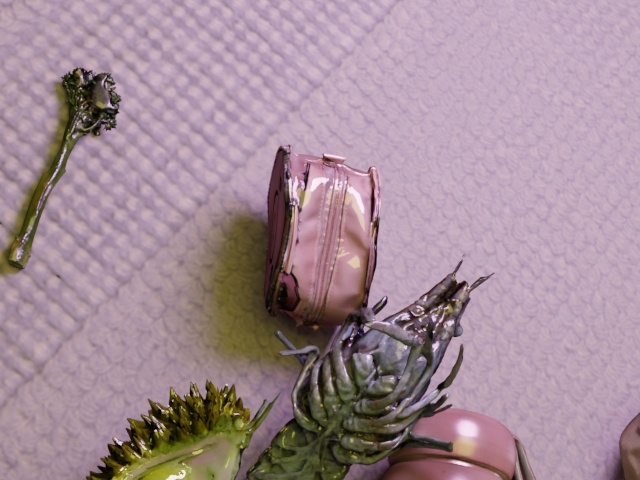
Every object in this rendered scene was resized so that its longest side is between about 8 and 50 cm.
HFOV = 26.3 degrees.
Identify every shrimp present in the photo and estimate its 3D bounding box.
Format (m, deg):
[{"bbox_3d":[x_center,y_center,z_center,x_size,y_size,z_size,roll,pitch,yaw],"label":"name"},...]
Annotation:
[{"bbox_3d":[0.023,0.181,1.430,0.221,0.166,0.410,41,107,8],"label":"shrimp"}]

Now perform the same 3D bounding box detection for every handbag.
[{"bbox_3d":[-0.002,0.000,1.533,0.116,0.179,0.205,7,96,-8],"label":"handbag"}]

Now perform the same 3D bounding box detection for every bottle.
[{"bbox_3d":[0.139,0.335,1.475,0.206,0.173,0.297,25,61,-29],"label":"bottle"}]

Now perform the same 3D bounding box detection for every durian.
[{"bbox_3d":[-0.169,0.302,1.356,0.169,0.158,0.352,16,72,4],"label":"durian"}]

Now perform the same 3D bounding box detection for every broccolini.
[{"bbox_3d":[-0.293,-0.081,1.544,0.057,0.071,0.254,42,61,-49],"label":"broccolini"}]

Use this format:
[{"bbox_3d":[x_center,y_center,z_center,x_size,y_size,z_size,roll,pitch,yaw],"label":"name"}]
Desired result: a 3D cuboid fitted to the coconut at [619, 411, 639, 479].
[{"bbox_3d":[0.451,0.259,1.595,0.224,0.224,0.224,7,69,-18],"label":"coconut"}]
